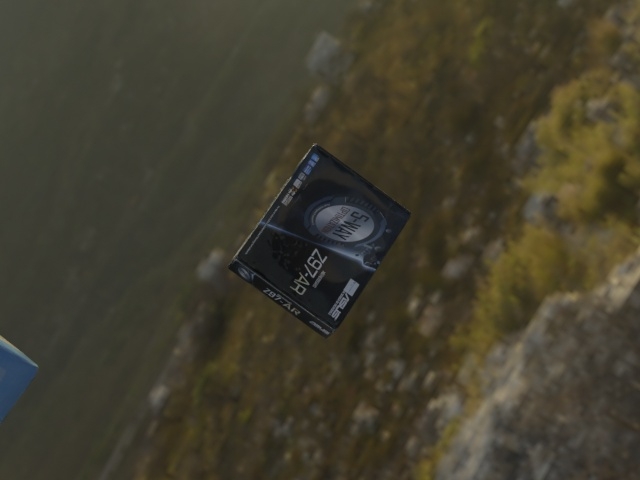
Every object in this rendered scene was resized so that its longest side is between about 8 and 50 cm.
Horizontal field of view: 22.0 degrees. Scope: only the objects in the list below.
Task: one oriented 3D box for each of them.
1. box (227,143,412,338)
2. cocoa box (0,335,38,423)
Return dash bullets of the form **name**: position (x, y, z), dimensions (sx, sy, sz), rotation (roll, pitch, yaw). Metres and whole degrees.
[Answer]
- **box**: position (0.000, 0.000, 0.883), dimensions (0.083, 0.067, 0.018), rotation (-55, 5, -24)
- **cocoa box**: position (-0.425, 0.144, 1.182), dimensions (0.228, 0.231, 0.347), rotation (32, 84, 34)
